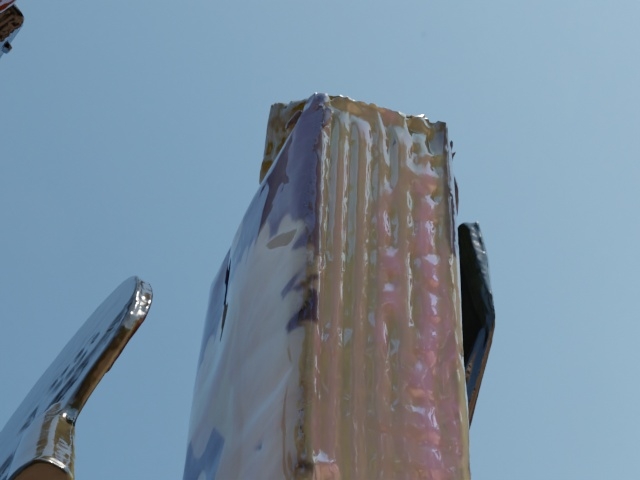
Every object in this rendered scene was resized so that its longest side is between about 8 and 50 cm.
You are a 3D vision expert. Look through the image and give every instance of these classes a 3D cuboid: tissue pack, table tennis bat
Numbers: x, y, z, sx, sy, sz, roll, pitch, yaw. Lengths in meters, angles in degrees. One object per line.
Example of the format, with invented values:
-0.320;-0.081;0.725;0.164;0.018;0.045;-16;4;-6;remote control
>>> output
-0.005;0.112;0.775;0.125;0.344;0.242;16;-42;-14;tissue pack
-0.112;0.074;0.527;0.022;0.234;0.131;39;-91;-10;table tennis bat

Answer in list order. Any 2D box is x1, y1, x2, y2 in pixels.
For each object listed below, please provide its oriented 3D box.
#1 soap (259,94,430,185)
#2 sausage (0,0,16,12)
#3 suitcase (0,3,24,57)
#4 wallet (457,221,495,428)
0.000;0.000;1.325;0.143;0.259;0.281;7;-91;-20;soap
-0.131;-0.186;0.426;0.133;0.133;0.258;-4;-51;-36;sausage
-0.492;-0.270;1.514;0.152;0.335;0.230;-46;-78;-22;suitcase
0.122;0.119;1.203;0.052;0.169;0.245;7;-55;-5;wallet
